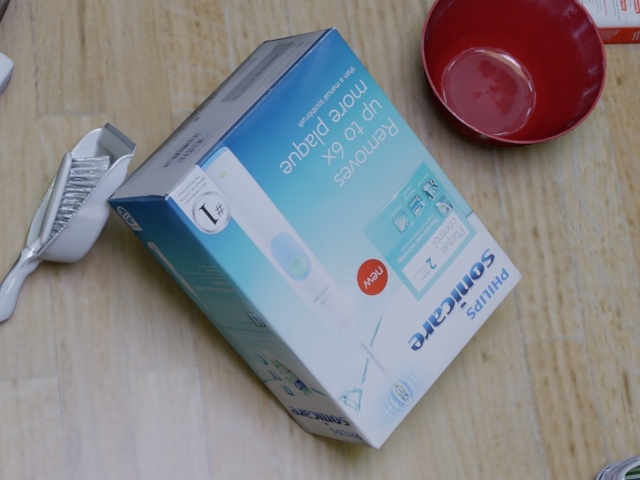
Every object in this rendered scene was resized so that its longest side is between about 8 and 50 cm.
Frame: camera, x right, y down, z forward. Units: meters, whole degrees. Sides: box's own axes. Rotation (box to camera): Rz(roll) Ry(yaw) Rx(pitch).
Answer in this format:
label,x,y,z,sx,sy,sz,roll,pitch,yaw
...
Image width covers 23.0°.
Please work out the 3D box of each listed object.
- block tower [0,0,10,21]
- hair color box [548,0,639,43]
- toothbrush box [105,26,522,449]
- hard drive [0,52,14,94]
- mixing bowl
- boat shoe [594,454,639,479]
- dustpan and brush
label,x,y,z,sx,sy,sz,roll,pitch,yaw
block tower,-0.434,-0.290,1.426,0.335,0.091,0.097,28,103,1
hair color box,0.290,-0.239,1.599,0.141,0.043,0.072,-2,72,-11
toothbrush box,0.000,0.000,1.361,0.216,0.126,0.295,-47,113,-21
hard drive,-0.424,-0.096,1.357,0.203,0.040,0.308,26,48,-2
mixing bowl,0.175,-0.160,1.521,0.181,0.098,0.182,3,71,-9
boat shoe,0.365,0.217,1.445,0.226,0.076,0.083,-13,75,-15
dustpan and brush,-0.238,-0.006,1.394,0.060,0.147,0.211,19,96,-22
